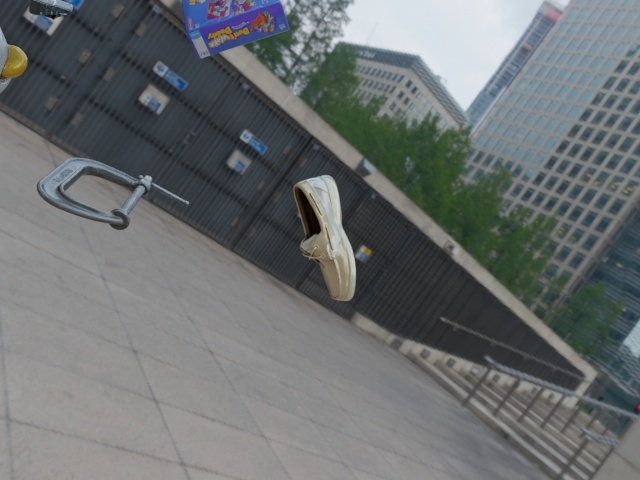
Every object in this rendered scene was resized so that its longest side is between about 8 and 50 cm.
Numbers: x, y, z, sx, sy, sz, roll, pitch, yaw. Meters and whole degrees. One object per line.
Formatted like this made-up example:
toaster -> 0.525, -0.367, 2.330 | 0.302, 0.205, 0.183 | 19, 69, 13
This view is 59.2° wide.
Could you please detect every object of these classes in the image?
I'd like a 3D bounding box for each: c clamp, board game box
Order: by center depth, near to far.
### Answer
c clamp -> -0.225, -0.052, 0.618 | 0.137, 0.022, 0.160 | 28, 21, -8
board game box -> -0.227, -0.625, 1.413 | 0.078, 0.233, 0.347 | 69, 6, -56

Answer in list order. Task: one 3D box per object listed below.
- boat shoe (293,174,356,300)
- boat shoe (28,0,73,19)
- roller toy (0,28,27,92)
boat shoe -> 0.000, 0.000, 0.739 | 0.059, 0.170, 0.063 | -10, -7, -29
boat shoe -> -0.532, -0.456, 1.104 | 0.049, 0.040, 0.142 | 18, 14, -4
roller toy -> -0.741, -0.384, 1.152 | 0.191, 0.209, 0.146 | 46, -23, 5
